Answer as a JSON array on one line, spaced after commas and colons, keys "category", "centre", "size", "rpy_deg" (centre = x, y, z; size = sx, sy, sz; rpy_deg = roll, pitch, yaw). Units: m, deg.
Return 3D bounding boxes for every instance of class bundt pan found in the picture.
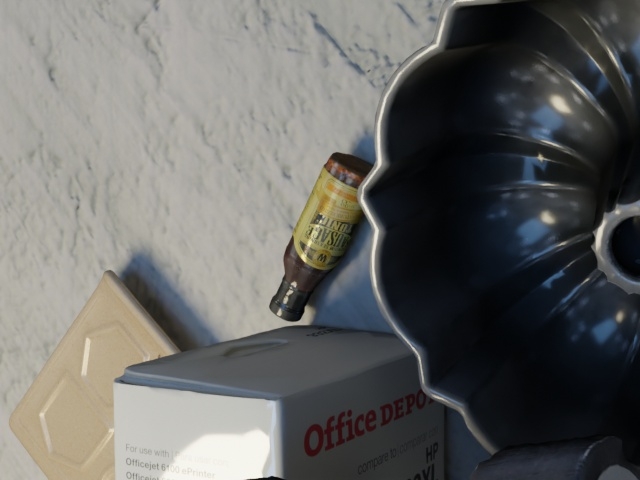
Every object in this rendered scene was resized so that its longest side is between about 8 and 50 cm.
[{"category": "bundt pan", "centre": [0.195, -0.014, 0.669], "size": [0.330, 0.124, 0.331], "rpy_deg": [11, 113, 26]}]

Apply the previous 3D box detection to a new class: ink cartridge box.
[{"category": "ink cartridge box", "centre": [-0.017, 0.224, 0.788], "size": [0.129, 0.223, 0.308], "rpy_deg": [2, 96, 31]}]

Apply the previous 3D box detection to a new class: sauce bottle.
[{"category": "sauce bottle", "centre": [0.000, 0.000, 0.865], "size": [0.042, 0.042, 0.128], "rpy_deg": [33, 113, 25]}]

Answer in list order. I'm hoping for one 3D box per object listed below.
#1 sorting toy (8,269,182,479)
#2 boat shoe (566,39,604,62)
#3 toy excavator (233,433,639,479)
[{"category": "sorting toy", "centre": [-0.156, 0.157, 0.984], "size": [0.193, 0.038, 0.208], "rpy_deg": [47, 121, 20]}, {"category": "boat shoe", "centre": [0.127, -0.235, 0.729], "size": [0.098, 0.096, 0.277], "rpy_deg": [-17, 87, 29]}, {"category": "toy excavator", "centre": [0.127, 0.348, 0.604], "size": [0.222, 0.433, 0.445], "rpy_deg": [-13, 68, 34]}]
